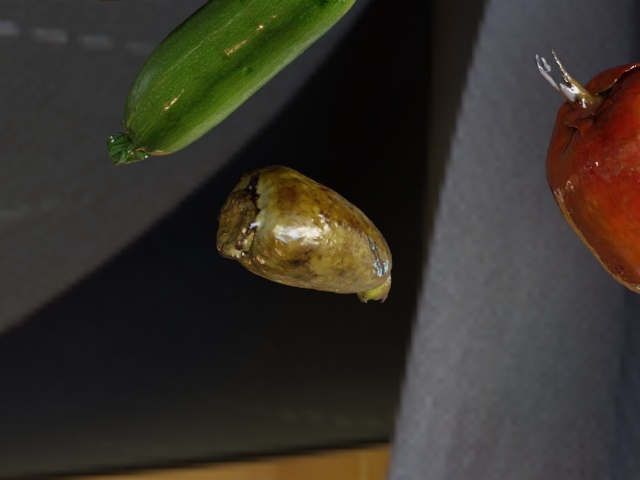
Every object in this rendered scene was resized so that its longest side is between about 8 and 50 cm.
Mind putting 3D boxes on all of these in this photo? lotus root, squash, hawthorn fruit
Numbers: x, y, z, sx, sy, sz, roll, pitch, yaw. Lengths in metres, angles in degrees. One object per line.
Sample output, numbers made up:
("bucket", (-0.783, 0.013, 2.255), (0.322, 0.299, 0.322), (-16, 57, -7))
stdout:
("lotus root", (0.000, 0.000, 1.640), (0.191, 0.094, 0.108), (20, -161, -39))
("squash", (-0.089, -0.177, 1.838), (0.101, 0.101, 0.379), (5, 149, -39))
("hawthorn fruit", (0.305, -0.076, 1.853), (0.299, 0.211, 0.211), (37, 162, -15))
